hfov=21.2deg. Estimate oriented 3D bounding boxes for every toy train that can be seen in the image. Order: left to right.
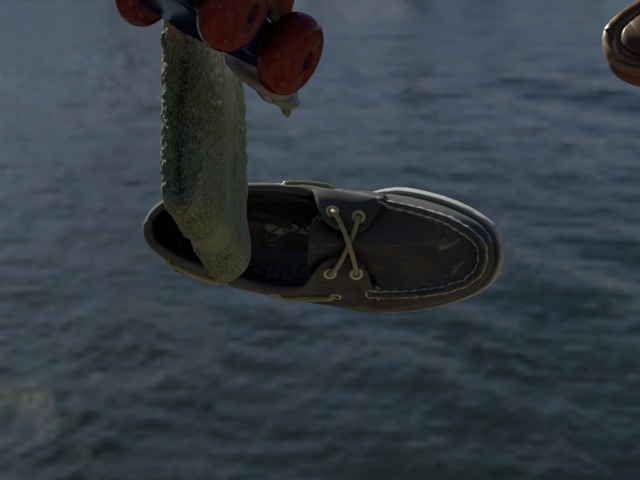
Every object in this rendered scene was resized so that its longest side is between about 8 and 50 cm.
[{"bbox_3d":[-0.025,-0.152,0.841,0.105,0.143,0.248,28,0,18],"label":"toy train"}]

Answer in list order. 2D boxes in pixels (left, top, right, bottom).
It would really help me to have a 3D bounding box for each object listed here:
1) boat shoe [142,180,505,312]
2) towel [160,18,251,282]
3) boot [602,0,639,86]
[{"bbox_3d":[0.000,0.005,1.439,0.305,0.109,0.091,6,3,16],"label":"boat shoe"},{"bbox_3d":[-0.061,-0.062,0.924,0.027,0.148,0.110,-6,-25,11],"label":"towel"},{"bbox_3d":[0.350,-0.118,1.450,0.283,0.220,0.109,-15,55,-20],"label":"boot"}]
